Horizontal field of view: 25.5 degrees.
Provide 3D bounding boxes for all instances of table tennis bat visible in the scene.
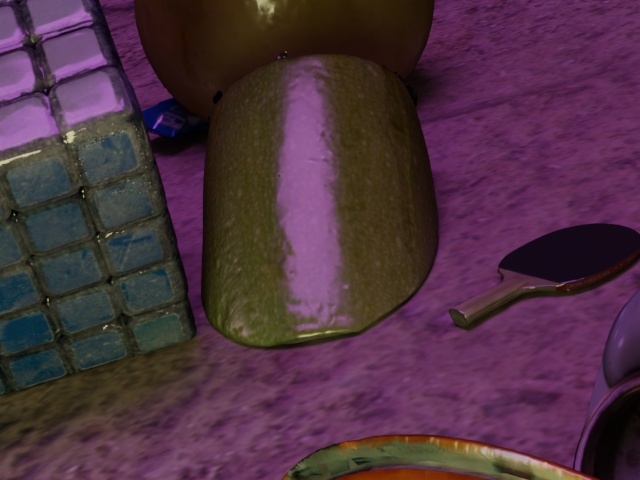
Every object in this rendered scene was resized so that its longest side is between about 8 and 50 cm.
[{"bbox_3d":[0.151,0.020,0.957,0.156,0.013,0.087,-26,25,-27],"label":"table tennis bat"}]

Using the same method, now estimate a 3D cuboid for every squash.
[{"bbox_3d":[0.000,0.000,1.091,0.189,0.189,0.260,-11,58,9],"label":"squash"}]

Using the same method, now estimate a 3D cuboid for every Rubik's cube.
[{"bbox_3d":[-0.235,-0.050,0.970,0.237,0.237,0.238,-17,53,-7],"label":"Rubik's cube"}]

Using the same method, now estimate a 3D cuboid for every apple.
[{"bbox_3d":[-0.033,-0.241,1.372,0.295,0.258,0.233,-9,29,-7],"label":"apple"}]

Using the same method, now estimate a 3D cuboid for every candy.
[{"bbox_3d":[-0.137,-0.131,1.473,0.136,0.038,0.088,-21,24,-40],"label":"candy"}]

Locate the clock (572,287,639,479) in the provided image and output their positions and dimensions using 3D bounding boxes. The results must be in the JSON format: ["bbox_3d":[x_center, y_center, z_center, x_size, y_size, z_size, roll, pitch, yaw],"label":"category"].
[{"bbox_3d":[0.224,0.087,0.558,0.146,0.199,0.243,18,-6,-40],"label":"clock"}]

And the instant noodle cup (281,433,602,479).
[{"bbox_3d":[0.030,0.194,0.362,0.230,0.230,0.182,4,37,39],"label":"instant noodle cup"}]
